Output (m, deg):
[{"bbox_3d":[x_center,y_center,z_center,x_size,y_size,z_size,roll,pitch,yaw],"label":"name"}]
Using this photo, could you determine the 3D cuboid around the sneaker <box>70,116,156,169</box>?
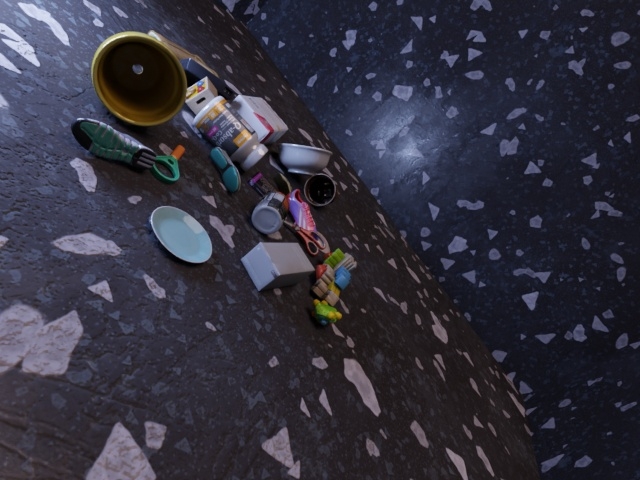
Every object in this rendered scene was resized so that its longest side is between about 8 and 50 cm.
[{"bbox_3d":[-0.557,-0.262,1.067,0.098,0.083,0.224,40,7,36],"label":"sneaker"}]

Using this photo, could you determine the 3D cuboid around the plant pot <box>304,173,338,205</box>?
[{"bbox_3d":[0.016,-0.260,2.121,0.166,0.167,0.165,54,12,8],"label":"plant pot"}]

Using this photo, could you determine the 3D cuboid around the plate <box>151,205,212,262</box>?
[{"bbox_3d":[-0.373,-0.012,1.073,0.188,0.024,0.188,43,23,-23],"label":"plate"}]

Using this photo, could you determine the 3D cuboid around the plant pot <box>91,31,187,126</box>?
[{"bbox_3d":[-0.560,-0.512,1.236,0.254,0.254,0.239,33,13,-40],"label":"plant pot"}]

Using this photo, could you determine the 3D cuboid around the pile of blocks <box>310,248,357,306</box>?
[{"bbox_3d":[0.047,0.112,1.563,0.112,0.149,0.362,47,22,-13],"label":"pile of blocks"}]

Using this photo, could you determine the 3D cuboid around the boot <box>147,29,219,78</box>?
[{"bbox_3d":[-0.615,-0.800,1.803,0.236,0.089,0.270,47,18,18],"label":"boot"}]

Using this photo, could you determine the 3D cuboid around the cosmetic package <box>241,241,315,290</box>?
[{"bbox_3d":[-0.133,0.081,1.312,0.127,0.107,0.238,58,25,17],"label":"cosmetic package"}]

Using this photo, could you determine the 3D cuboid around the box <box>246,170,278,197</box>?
[{"bbox_3d":[-0.230,-0.213,1.696,0.162,0.029,0.116,46,22,-11],"label":"box"}]

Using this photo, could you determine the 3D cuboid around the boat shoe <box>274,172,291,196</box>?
[{"bbox_3d":[-0.165,-0.255,1.865,0.048,0.056,0.153,19,31,-48],"label":"boat shoe"}]

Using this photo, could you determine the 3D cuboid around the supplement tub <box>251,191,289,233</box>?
[{"bbox_3d":[-0.182,-0.111,1.503,0.117,0.117,0.190,46,21,-14],"label":"supplement tub"}]

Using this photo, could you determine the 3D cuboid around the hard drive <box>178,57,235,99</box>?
[{"bbox_3d":[-0.512,-0.685,1.732,0.172,0.054,0.255,11,-8,36],"label":"hard drive"}]

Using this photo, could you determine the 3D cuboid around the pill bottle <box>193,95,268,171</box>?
[{"bbox_3d":[-0.352,-0.419,1.597,0.278,0.162,0.162,45,22,-16],"label":"pill bottle"}]

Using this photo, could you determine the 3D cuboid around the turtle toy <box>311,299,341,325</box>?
[{"bbox_3d":[0.020,0.256,1.380,0.095,0.066,0.130,36,8,33],"label":"turtle toy"}]

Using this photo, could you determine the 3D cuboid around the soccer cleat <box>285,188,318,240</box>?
[{"bbox_3d":[-0.073,-0.108,1.754,0.247,0.095,0.083,56,21,12],"label":"soccer cleat"}]

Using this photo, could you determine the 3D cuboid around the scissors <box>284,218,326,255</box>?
[{"bbox_3d":[-0.096,-0.054,1.675,0.297,0.021,0.109,45,52,-9],"label":"scissors"}]

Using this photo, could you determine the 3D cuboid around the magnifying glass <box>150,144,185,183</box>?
[{"bbox_3d":[-0.471,-0.248,1.261,0.092,0.026,0.230,42,22,-24],"label":"magnifying glass"}]

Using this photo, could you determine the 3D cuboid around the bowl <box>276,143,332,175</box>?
[{"bbox_3d":[-0.091,-0.410,2.080,0.298,0.133,0.298,9,6,-1],"label":"bowl"}]

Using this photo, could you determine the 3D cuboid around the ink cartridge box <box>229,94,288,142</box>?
[{"bbox_3d":[-0.315,-0.598,2.012,0.226,0.131,0.306,49,19,-4],"label":"ink cartridge box"}]

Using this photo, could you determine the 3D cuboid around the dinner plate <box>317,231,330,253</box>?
[{"bbox_3d":[0.000,0.000,1.839,0.141,0.017,0.141,44,21,-21],"label":"dinner plate"}]

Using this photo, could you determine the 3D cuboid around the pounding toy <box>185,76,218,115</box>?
[{"bbox_3d":[-0.503,-0.585,1.625,0.100,0.141,0.130,53,14,-46],"label":"pounding toy"}]

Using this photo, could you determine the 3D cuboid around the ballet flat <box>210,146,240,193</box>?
[{"bbox_3d":[-0.338,-0.261,1.493,0.213,0.072,0.068,58,17,19],"label":"ballet flat"}]
